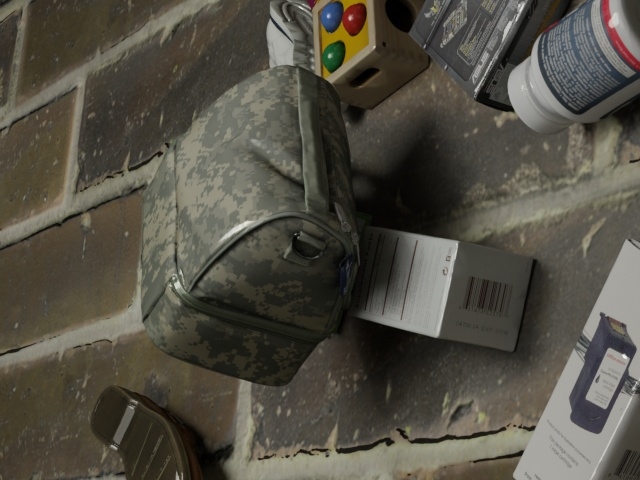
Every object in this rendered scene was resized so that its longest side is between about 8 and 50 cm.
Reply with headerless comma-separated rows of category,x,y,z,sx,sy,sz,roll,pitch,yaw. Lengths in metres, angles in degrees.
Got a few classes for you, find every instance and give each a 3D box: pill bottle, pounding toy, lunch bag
pill bottle,0.271,-0.178,1.601,0.180,0.108,0.108,-33,51,48
pounding toy,0.069,-0.297,1.989,0.181,0.094,0.206,-33,51,48
lunch bag,-0.064,-0.024,1.828,0.256,0.212,0.305,-56,25,36

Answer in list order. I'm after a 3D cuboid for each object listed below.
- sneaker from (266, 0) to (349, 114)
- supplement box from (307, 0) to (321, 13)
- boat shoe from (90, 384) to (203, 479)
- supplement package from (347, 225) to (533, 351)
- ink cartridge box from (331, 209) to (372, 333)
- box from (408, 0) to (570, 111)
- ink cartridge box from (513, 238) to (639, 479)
sneaker,-0.015,-0.220,2.121,0.235,0.090,0.095,-111,31,-47
supplement box,0.011,-0.328,2.133,0.043,0.055,0.083,-56,36,30
boat shoe,-0.209,0.284,2.201,0.111,0.104,0.307,-60,32,8
supplement package,0.126,0.050,1.747,0.179,0.105,0.105,11,90,60
ink cartridge box,0.000,0.000,2.011,0.109,0.062,0.209,21,96,59
box,0.203,-0.285,1.804,0.231,0.056,0.183,-63,32,19
ink cartridge box,0.297,0.134,1.372,0.100,0.172,0.237,45,116,55
